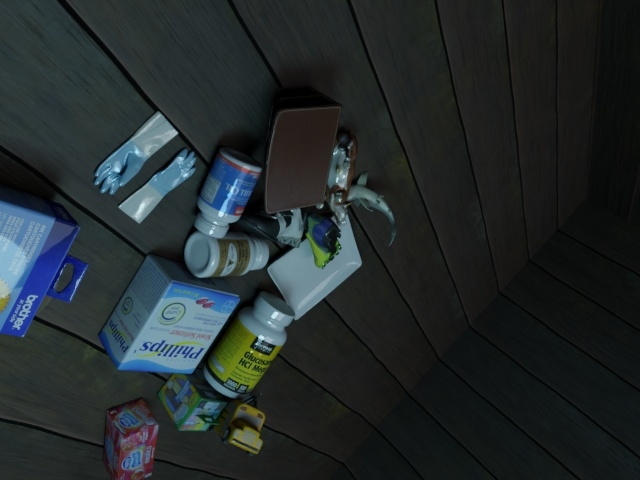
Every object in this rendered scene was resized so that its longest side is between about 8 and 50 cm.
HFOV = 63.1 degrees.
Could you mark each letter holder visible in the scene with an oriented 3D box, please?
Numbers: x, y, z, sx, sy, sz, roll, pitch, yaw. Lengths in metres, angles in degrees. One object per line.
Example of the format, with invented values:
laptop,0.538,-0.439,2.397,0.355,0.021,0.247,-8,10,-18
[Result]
letter holder,-0.092,-0.246,1.428,0.214,0.152,0.302,-16,131,-35

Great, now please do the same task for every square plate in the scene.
square plate,-0.015,0.084,1.870,0.344,0.049,0.347,-39,141,-14

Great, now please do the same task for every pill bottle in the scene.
pill bottle,-0.263,0.038,1.503,0.229,0.131,0.131,1,120,-52
pill bottle,-0.233,0.346,1.752,0.188,0.188,0.334,24,102,-52
pill bottle,-0.252,-0.124,1.387,0.124,0.124,0.222,8,115,-49

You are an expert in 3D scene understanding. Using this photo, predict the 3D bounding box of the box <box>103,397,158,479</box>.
box,-0.612,0.654,1.674,0.122,0.128,0.257,-11,129,-40

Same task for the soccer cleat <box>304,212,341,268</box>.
soccer cleat,0.001,-0.001,1.701,0.093,0.121,0.289,-46,164,-20

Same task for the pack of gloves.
pack of gloves,-0.409,-0.162,1.258,0.232,0.046,0.195,-45,142,-6

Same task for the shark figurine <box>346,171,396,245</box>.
shark figurine,0.170,-0.119,1.823,0.116,0.278,0.166,-38,-159,56

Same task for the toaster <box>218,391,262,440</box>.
toaster,-0.323,0.640,1.974,0.185,0.110,0.168,-24,137,-30

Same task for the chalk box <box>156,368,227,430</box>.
chalk box,-0.409,0.536,1.711,0.132,0.213,0.132,-52,142,3

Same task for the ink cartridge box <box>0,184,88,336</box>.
ink cartridge box,-0.669,0.021,1.012,0.395,0.151,0.270,24,96,-48

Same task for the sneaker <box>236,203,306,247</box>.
sneaker,-0.136,-0.071,1.551,0.146,0.122,0.330,-68,161,3

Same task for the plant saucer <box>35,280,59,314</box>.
plant saucer,-0.725,0.103,1.164,0.277,0.041,0.278,-26,136,-29

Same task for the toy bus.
toy bus,-0.275,0.598,1.717,0.108,0.332,0.130,33,70,-17

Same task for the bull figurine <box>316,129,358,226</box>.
bull figurine,0.053,-0.186,1.618,0.188,0.101,0.311,-58,155,-71

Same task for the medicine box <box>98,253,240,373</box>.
medicine box,-0.423,0.217,1.481,0.263,0.149,0.289,23,102,-52
